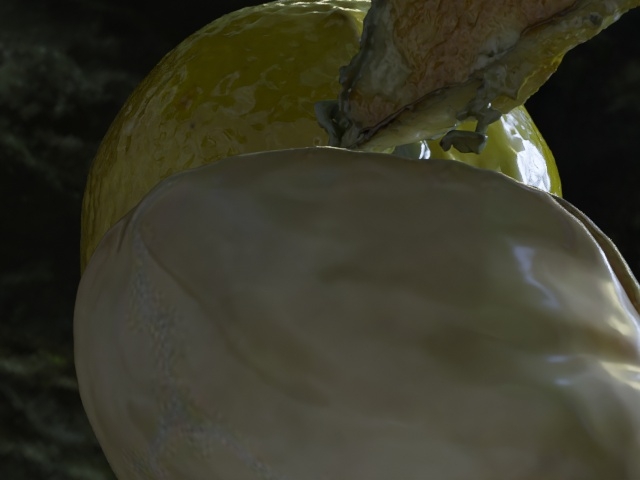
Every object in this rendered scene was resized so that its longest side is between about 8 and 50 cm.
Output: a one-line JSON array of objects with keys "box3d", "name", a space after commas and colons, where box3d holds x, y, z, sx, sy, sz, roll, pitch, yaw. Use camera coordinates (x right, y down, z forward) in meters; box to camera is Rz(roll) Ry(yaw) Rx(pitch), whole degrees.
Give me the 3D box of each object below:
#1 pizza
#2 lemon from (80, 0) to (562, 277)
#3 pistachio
[{"box3d": [0.094, -0.145, 0.828, 0.288, 0.075, 0.280, -50, -137, 20], "name": "pizza"}, {"box3d": [-0.001, 0.001, 1.080, 0.336, 0.336, 0.336, -18, -142, 14], "name": "lemon"}, {"box3d": [0.045, 0.079, 0.757, 0.321, 0.229, 0.238, 30, -89, 18], "name": "pistachio"}]
